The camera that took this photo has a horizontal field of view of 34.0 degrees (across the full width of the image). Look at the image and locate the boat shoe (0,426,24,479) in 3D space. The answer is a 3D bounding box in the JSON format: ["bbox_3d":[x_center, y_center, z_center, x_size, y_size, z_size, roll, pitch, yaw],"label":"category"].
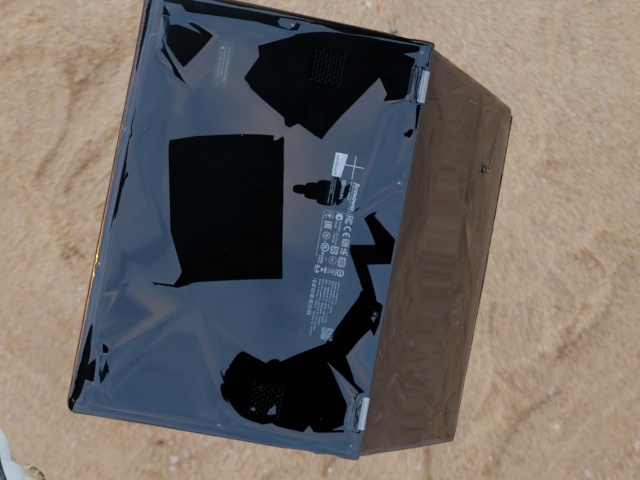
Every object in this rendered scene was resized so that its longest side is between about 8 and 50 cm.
[{"bbox_3d":[-0.300,0.153,0.823,0.079,0.254,0.095,-36,72,-22],"label":"boat shoe"}]

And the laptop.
[{"bbox_3d":[0.000,0.000,1.037,0.408,0.236,0.382,11,88,-7],"label":"laptop"}]

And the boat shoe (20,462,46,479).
[{"bbox_3d":[-0.360,0.296,1.260,0.170,0.059,0.063,3,151,-1],"label":"boat shoe"}]
